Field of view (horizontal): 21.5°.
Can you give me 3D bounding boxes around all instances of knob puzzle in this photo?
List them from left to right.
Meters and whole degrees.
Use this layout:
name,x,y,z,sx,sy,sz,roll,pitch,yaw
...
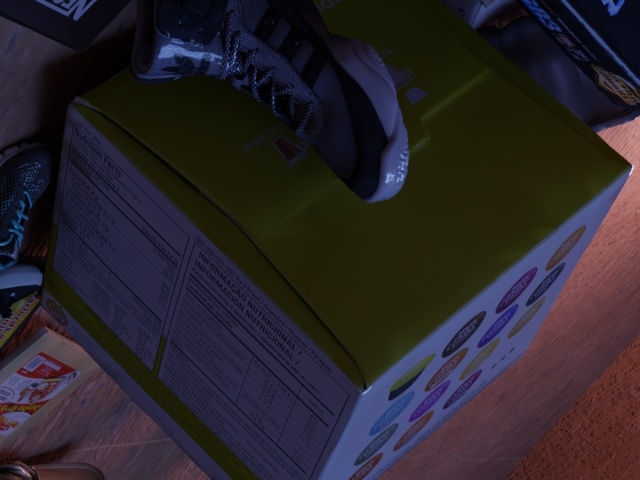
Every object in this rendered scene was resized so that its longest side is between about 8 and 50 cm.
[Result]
name,x,y,z,sx,sy,sz,roll,pitch,yaw
knob puzzle,-0.331,0.163,1.732,0.213,0.030,0.213,-35,161,-14

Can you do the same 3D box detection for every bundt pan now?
name,x,y,z,sx,sy,sz,roll,pitch,yaw
bundt pan,0.214,-0.175,1.689,0.331,0.124,0.331,-18,-170,3

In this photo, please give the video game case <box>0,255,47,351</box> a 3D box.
name,x,y,z,sx,sy,sz,roll,pitch,yaw
video game case,-0.392,0.116,1.511,0.275,0.035,0.248,-47,159,18

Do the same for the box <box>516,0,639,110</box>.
name,x,y,z,sx,sy,sz,roll,pitch,yaw
box,0.253,-0.303,1.366,0.293,0.073,0.295,40,76,-35

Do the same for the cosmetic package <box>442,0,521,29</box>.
name,x,y,z,sx,sy,sz,roll,pitch,yaw
cosmetic package,0.289,-0.380,1.576,0.377,0.097,0.284,-27,159,-30

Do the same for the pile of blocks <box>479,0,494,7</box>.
name,x,y,z,sx,sy,sz,roll,pitch,yaw
pile of blocks,0.274,-0.252,1.523,0.362,0.112,0.149,-25,155,-31

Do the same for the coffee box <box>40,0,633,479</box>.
name,x,y,z,sx,sy,sz,roll,pitch,yaw
coffee box,0.000,0.000,1.474,0.337,0.338,0.334,-37,162,-30

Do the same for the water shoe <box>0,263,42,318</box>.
name,x,y,z,sx,sy,sz,roll,pitch,yaw
water shoe,-0.315,0.085,1.394,0.203,0.080,0.073,-25,-179,-27

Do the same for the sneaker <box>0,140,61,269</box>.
name,x,y,z,sx,sy,sz,roll,pitch,yaw
sneaker,-0.265,-0.010,1.378,0.166,0.076,0.065,-45,154,-18

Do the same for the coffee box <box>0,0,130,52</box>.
name,x,y,z,sx,sy,sz,roll,pitch,yaw
coffee box,-0.117,-0.273,1.033,0.297,0.119,0.168,-44,161,11

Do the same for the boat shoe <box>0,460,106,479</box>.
name,x,y,z,sx,sy,sz,roll,pitch,yaw
boat shoe,-0.351,0.304,1.895,0.302,0.109,0.098,-11,147,-44

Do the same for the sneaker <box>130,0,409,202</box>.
name,x,y,z,sx,sy,sz,roll,pitch,yaw
sneaker,-0.053,-0.128,1.265,0.153,0.268,0.101,-21,162,-30
